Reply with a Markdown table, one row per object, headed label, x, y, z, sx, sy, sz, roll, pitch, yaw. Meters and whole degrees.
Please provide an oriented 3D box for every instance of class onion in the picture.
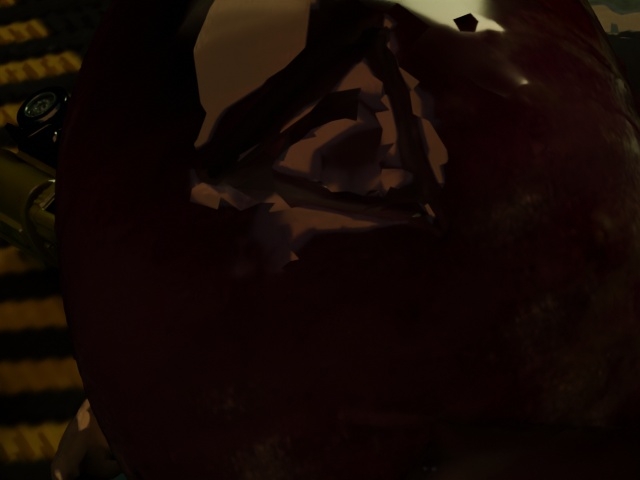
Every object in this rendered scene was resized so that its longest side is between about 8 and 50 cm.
| label | x | y | z | sx | sy | sz | roll | pitch | yaw |
| --- | --- | --- | --- | --- | --- | --- | --- | --- | --- |
| onion | 0.013 | -0.003 | 0.415 | 0.200 | 0.200 | 0.207 | 2 | 43 | 31 |

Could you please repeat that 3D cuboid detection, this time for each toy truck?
| label | x | y | z | sx | sy | sz | roll | pitch | yaw |
| --- | --- | --- | --- | --- | --- | --- | --- | --- | --- |
| toy truck | -0.087 | -0.015 | 0.579 | 0.054 | 0.049 | 0.083 | -46 | 42 | -17 |

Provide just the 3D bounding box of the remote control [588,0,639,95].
| label | x | y | z | sx | sy | sz | roll | pitch | yaw |
| --- | --- | --- | --- | --- | --- | --- | --- | --- | --- |
| remote control | 0.078 | -0.087 | 0.559 | 0.247 | 0.052 | 0.104 | 0 | 50 | 26 |
